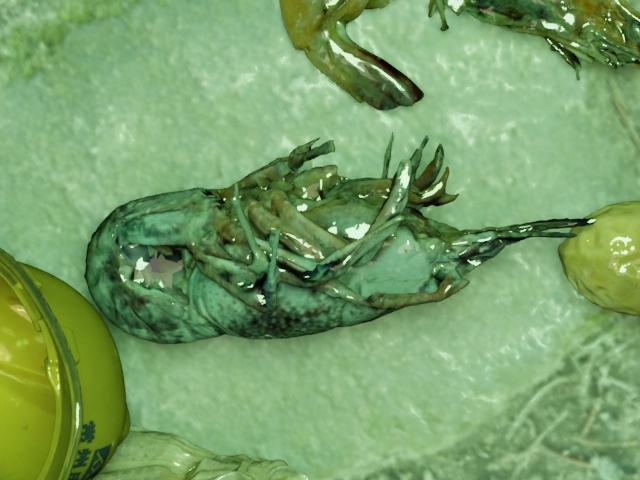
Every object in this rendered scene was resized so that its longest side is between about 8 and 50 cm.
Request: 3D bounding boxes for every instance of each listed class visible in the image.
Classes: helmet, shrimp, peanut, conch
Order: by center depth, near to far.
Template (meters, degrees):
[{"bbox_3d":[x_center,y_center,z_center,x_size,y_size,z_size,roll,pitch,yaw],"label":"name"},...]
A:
[{"bbox_3d":[-0.002,0.001,1.259,0.372,0.172,0.137,-17,96,19],"label":"shrimp"},{"bbox_3d":[0.103,-0.150,1.269,0.296,0.058,0.169,30,111,5],"label":"shrimp"},{"bbox_3d":[0.276,0.016,1.271,0.214,0.099,0.099,9,105,11],"label":"peanut"},{"bbox_3d":[-0.212,0.111,1.318,0.257,0.140,0.205,38,111,36],"label":"helmet"},{"bbox_3d":[-0.122,0.258,1.344,0.210,0.159,0.291,39,107,-4],"label":"conch"}]
